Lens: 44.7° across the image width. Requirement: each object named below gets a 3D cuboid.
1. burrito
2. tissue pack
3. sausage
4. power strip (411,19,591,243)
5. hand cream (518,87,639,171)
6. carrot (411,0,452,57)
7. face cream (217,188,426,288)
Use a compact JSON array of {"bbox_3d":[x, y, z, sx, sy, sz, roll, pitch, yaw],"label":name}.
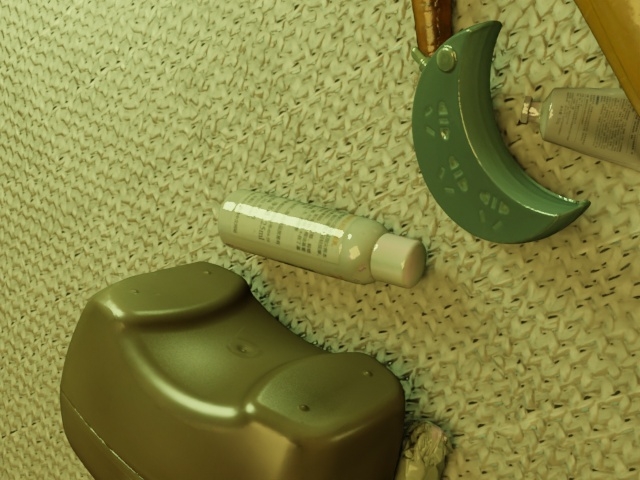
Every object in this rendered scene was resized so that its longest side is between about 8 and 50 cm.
[{"bbox_3d":[0.106,0.305,0.904,0.064,0.064,0.203,20,103,30],"label":"burrito"},{"bbox_3d":[-0.114,0.220,0.913,0.387,0.267,0.277,27,111,28],"label":"tissue pack"},{"bbox_3d":[0.319,-0.190,0.718,0.112,0.112,0.328,-30,78,30],"label":"sausage"},{"bbox_3d":[0.165,-0.108,0.813,0.167,0.054,0.253,-39,73,52],"label":"power strip"},{"bbox_3d":[0.275,-0.120,0.789,0.142,0.053,0.084,13,100,16],"label":"hand cream"},{"bbox_3d":[0.125,-0.278,0.868,0.055,0.055,0.161,3,101,32],"label":"carrot"},{"bbox_3d":[0.000,0.000,0.941,0.269,0.082,0.082,16,101,31],"label":"face cream"}]
